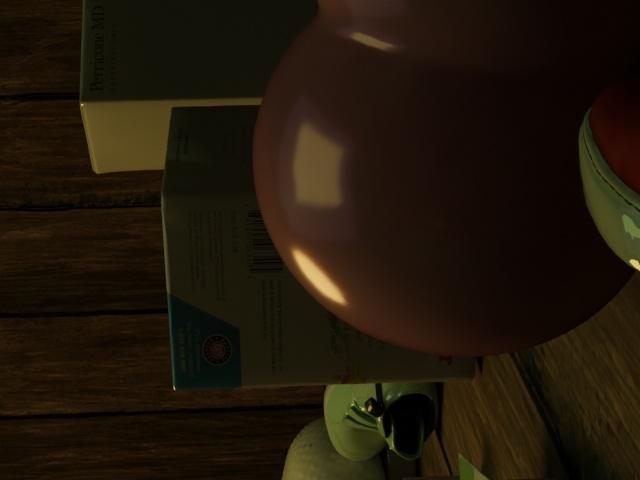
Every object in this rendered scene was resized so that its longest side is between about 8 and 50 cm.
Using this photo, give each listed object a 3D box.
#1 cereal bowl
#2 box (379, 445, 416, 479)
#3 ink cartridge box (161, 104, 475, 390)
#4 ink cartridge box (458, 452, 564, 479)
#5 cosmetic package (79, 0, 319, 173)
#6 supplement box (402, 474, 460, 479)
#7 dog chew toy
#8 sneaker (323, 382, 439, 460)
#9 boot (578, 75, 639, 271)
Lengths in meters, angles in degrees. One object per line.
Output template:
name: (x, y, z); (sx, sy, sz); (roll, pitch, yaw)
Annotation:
cereal bowl: (0.020, 0.389, 1.858); (0.339, 0.141, 0.339); (169, 90, -85)
box: (0.090, 0.209, 1.824); (0.145, 0.038, 0.186); (117, 150, -82)
ink cartridge box: (0.000, 0.000, 1.324); (0.197, 0.270, 0.198); (-96, 5, -62)
ink cartridge box: (0.138, 0.241, 0.970); (0.235, 0.056, 0.171); (-147, 55, -87)
cosmetic package: (-0.073, -0.194, 1.601); (0.155, 0.365, 0.197); (95, 171, -63)
supplement box: (0.116, 0.321, 1.235); (0.239, 0.073, 0.130); (-101, 10, -62)
dog chew toy: (0.079, -0.117, 0.700); (0.206, 0.206, 0.332); (-102, 18, -69)
sneaker: (0.064, 0.201, 1.626); (0.151, 0.094, 0.256); (-96, 16, -44)
boot: (0.151, -0.062, 0.441); (0.244, 0.088, 0.176); (-123, 31, -67)
